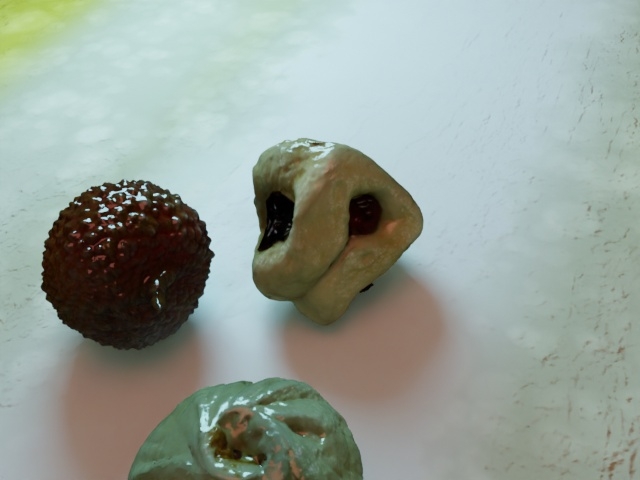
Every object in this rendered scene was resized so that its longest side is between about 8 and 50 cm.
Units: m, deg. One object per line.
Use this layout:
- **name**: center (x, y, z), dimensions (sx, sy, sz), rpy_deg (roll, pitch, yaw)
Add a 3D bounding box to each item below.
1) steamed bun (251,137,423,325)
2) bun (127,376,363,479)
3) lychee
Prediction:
- **steamed bun**: center (0.000, 0.000, 0.704), dimensions (0.140, 0.172, 0.155), rpy_deg (-5, 58, 57)
- **bun**: center (-0.056, 0.190, 0.524), dimensions (0.195, 0.118, 0.195), rpy_deg (0, 47, 0)
- **lychee**: center (-0.179, 0.023, 0.669), dimensions (0.165, 0.165, 0.197), rpy_deg (-36, 37, -29)
